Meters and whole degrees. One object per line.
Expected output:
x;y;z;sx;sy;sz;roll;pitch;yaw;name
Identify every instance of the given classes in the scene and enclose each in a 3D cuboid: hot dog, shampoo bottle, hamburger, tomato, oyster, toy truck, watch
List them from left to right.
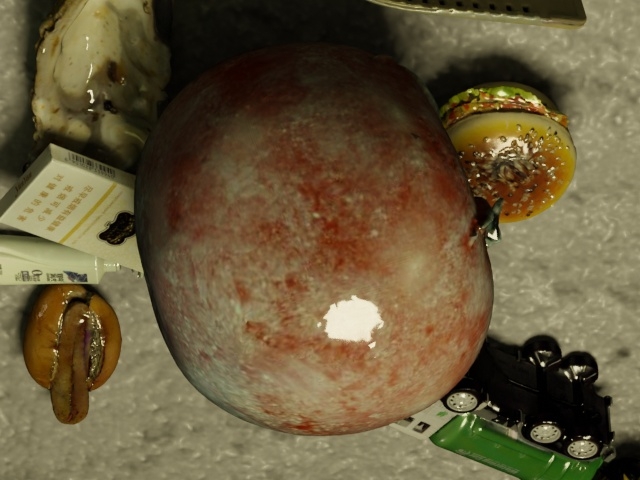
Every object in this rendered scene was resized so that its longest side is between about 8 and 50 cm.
-0.226;0.018;1.632;0.141;0.034;0.049;0;121;-3;shampoo bottle
-0.229;0.103;1.678;0.090;0.060;0.140;17;128;-8;hot dog
-0.167;-0.144;1.488;0.128;0.078;0.345;7;134;-7;oyster
0.000;0.000;1.447;0.282;0.317;0.317;-19;126;-8;tomato
0.098;-0.256;1.409;0.268;0.102;0.165;6;125;-15;watch
0.164;0.155;1.702;0.242;0.101;0.125;24;134;-21;toy truck
0.152;-0.074;1.539;0.126;0.081;0.141;4;127;-4;hamburger

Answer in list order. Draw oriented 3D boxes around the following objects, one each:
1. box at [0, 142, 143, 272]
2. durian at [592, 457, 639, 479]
-0.180;-0.023;1.559;0.167;0.024;0.090;21;132;-34;box
0.292;0.276;1.765;0.237;0.193;0.138;7;99;13;durian
